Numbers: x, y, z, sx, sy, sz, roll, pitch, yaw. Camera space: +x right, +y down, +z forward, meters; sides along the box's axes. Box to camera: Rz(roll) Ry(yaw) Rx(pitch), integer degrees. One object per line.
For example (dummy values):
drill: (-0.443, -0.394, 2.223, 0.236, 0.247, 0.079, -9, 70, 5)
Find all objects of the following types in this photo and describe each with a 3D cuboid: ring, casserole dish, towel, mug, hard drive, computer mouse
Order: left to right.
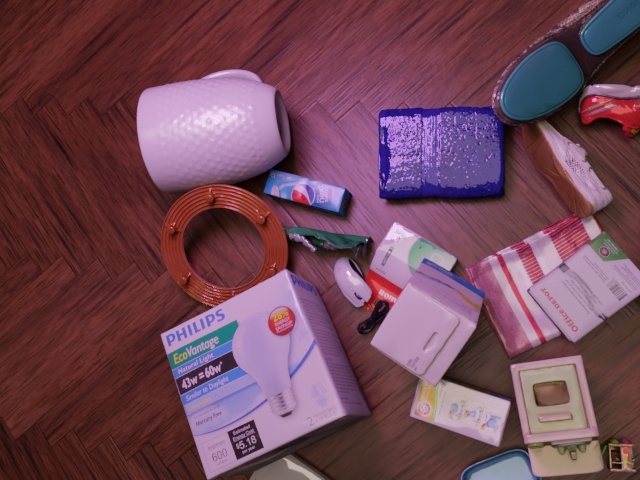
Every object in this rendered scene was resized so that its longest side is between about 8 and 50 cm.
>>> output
mug: (-0.253, -0.312, 1.774, 0.328, 0.276, 0.374, -7, 49, 9)
ring: (-0.248, 0.023, 1.742, 0.337, 0.032, 0.336, 4, 110, 10)
hard drive: (-0.040, 0.656, 1.658, 0.308, 0.040, 0.203, 30, 90, 18)
computer mouse: (0.086, 0.126, 1.690, 0.106, 0.042, 0.193, -44, 69, 27)
towel: (0.295, -0.213, 1.689, 0.308, 0.076, 0.227, 0, 88, 15)
casserole dish: (0.408, 0.543, 1.552, 0.188, 0.037, 0.114, -26, 75, 10)
towel: (0.529, 0.098, 1.589, 0.329, 0.037, 0.237, -28, 76, 10)

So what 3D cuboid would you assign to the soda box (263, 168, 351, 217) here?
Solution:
soda box: (-0.033, -0.121, 1.761, 0.210, 0.071, 0.067, 15, 85, 17)

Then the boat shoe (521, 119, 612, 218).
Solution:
boat shoe: (0.572, -0.182, 1.598, 0.096, 0.098, 0.277, -24, 72, -13)

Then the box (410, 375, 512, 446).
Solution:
box: (0.320, 0.377, 1.561, 0.203, 0.114, 0.103, 16, 87, 18)

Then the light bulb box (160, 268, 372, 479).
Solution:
light bulb box: (-0.128, 0.316, 1.620, 0.358, 0.225, 0.361, -28, 68, 10)

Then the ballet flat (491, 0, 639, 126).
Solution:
ballet flat: (0.568, -0.433, 1.591, 0.483, 0.182, 0.164, -41, 105, -2)

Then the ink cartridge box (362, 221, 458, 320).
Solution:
ink cartridge box: (0.200, 0.093, 1.674, 0.181, 0.056, 0.224, 32, 90, 19)

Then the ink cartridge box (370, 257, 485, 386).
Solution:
ink cartridge box: (0.242, 0.173, 1.522, 0.168, 0.233, 0.171, 32, 109, 8)

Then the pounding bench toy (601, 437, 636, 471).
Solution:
pounding bench toy: (0.634, 0.463, 1.492, 0.083, 0.052, 0.065, -3, 80, 15)

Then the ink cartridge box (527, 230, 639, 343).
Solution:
ink cartridge box: (0.583, 0.105, 1.513, 0.208, 0.087, 0.153, -38, 77, 5)

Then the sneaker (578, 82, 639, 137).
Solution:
sneaker: (0.737, -0.294, 1.574, 0.279, 0.107, 0.118, 8, 101, 20)

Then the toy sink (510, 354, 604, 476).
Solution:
toy sink: (0.507, 0.380, 1.476, 0.153, 0.131, 0.234, -11, 68, 16)

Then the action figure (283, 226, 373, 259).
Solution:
action figure: (0.000, 0.000, 1.722, 0.232, 0.137, 0.063, 13, 98, 26)
